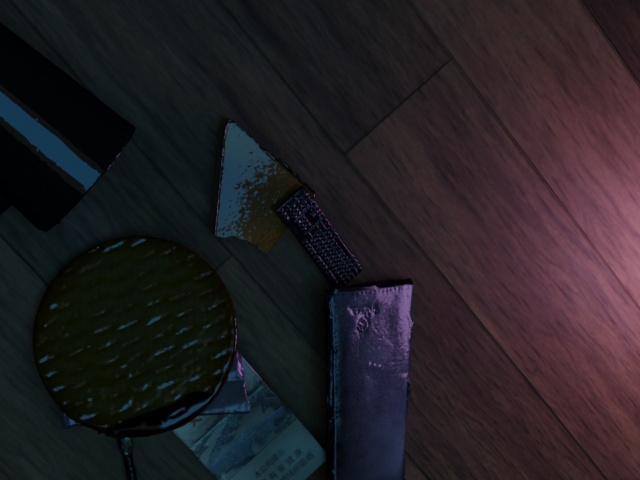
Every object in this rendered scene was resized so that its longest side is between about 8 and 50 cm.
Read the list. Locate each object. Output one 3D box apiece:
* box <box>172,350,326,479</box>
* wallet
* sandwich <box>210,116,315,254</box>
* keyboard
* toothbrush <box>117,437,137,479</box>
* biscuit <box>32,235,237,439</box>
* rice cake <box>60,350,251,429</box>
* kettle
[{"bbox_3d":[-0.129,0.314,1.924,0.164,0.069,0.256,-42,107,-8],"label":"box"},{"bbox_3d":[0.082,0.257,1.963,0.191,0.046,0.378,-5,99,-41],"label":"wallet"},{"bbox_3d":[-0.128,-0.078,1.875,0.193,0.058,0.162,41,85,-20],"label":"sandwich"},{"bbox_3d":[0.000,0.000,1.917,0.061,0.013,0.204,-43,125,-10],"label":"keyboard"},{"bbox_3d":[-0.290,0.486,1.914,0.041,0.041,0.363,-11,101,-16],"label":"toothbrush"},{"bbox_3d":[-0.285,0.146,1.804,0.318,0.040,0.317,0,77,-1],"label":"biscuit"},{"bbox_3d":[-0.259,0.231,1.831,0.298,0.050,0.106,-5,77,1],"label":"rice cake"},{"bbox_3d":[-0.466,-0.174,1.714,0.308,0.262,0.203,41,50,-15],"label":"kettle"}]
